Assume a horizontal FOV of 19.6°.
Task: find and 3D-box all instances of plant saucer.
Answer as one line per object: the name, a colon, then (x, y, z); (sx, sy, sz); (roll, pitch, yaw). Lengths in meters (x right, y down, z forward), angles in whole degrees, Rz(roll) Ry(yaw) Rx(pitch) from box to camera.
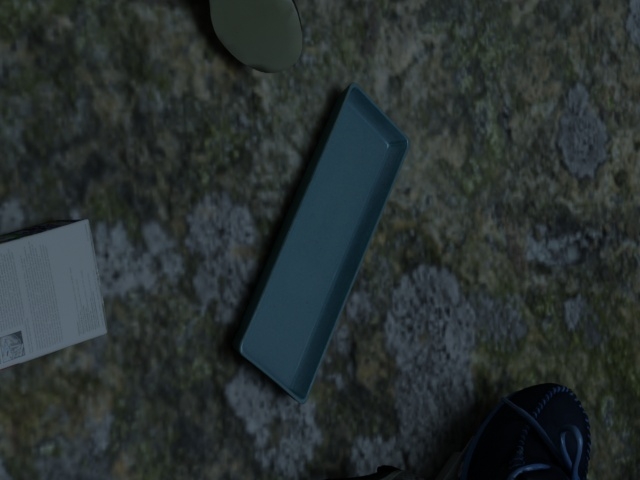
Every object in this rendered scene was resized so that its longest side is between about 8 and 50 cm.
plant saucer: (0.000, 0.000, 1.120); (0.067, 0.018, 0.192); (43, 60, -39)

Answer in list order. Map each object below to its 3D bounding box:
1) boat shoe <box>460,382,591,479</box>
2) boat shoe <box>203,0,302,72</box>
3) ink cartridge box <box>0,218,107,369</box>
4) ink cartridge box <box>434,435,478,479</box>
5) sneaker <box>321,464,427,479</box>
boat shoe: (0.139, 0.185, 1.145); (0.109, 0.089, 0.258); (46, 40, -22)
boat shoe: (-0.052, -0.154, 1.045); (0.137, 0.049, 0.043); (53, 14, -33)
ink cartridge box: (-0.162, 0.031, 0.931); (0.115, 0.029, 0.063); (-18, 103, -46)
ink cartridge box: (0.096, 0.173, 1.216); (0.048, 0.028, 0.083); (-50, 125, -38)
sneaker: (0.003, 0.185, 1.092); (0.170, 0.075, 0.063); (-28, 120, -20)
